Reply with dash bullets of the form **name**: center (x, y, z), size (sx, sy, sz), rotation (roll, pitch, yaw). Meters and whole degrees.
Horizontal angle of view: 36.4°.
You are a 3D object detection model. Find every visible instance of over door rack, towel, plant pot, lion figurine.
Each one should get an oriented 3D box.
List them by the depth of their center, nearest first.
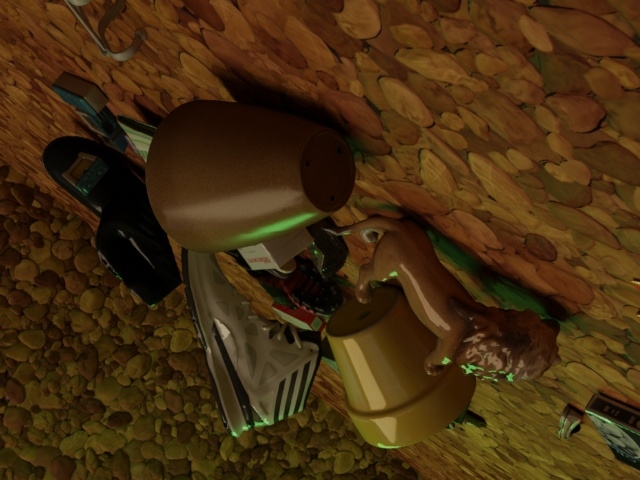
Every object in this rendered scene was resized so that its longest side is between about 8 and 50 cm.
- **over door rack**: center (-0.366, -0.407, 1.306), size (0.324, 0.108, 0.239), rotation (43, 172, 37)
- **plant pot**: center (-0.080, -0.097, 1.415), size (0.254, 0.237, 0.237), rotation (1, 145, 41)
- **lion figurine**: center (0.175, 0.079, 1.488), size (0.392, 0.142, 0.240), rotation (41, 158, -1)
- **plant pot**: center (0.135, 0.228, 1.872), size (0.239, 0.254, 0.254), rotation (59, 158, -19)
- **towel**: center (-0.264, -0.125, 1.982), size (0.248, 0.038, 0.325), rotation (23, 162, 18)

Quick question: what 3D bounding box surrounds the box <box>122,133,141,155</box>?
- **box**: center (-0.361, -0.191, 2.081), size (0.136, 0.028, 0.081), rotation (34, 165, 18)

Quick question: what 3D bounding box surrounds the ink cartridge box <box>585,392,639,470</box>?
- **ink cartridge box**: center (0.566, 0.352, 1.623), size (0.208, 0.045, 0.206), rotation (20, 158, 44)

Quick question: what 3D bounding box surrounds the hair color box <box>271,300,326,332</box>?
- **hair color box**: center (-0.058, 0.196, 2.557), size (0.141, 0.043, 0.072), rotation (21, 159, 42)

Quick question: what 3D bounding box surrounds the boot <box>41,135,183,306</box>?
- **boot**: center (-0.484, -0.058, 2.206), size (0.367, 0.146, 0.445), rotation (34, -166, -19)

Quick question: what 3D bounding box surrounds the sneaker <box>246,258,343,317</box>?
- **sneaker**: center (-0.043, 0.103, 2.129), size (0.276, 0.097, 0.135), rotation (27, 163, 38)

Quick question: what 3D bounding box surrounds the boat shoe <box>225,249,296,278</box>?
- **boat shoe**: center (-0.143, 0.027, 2.106), size (0.233, 0.084, 0.079), rotation (31, 120, 33)

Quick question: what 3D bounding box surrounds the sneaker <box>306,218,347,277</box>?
- **sneaker**: center (0.000, 0.000, 1.815), size (0.071, 0.066, 0.188), rotation (47, 167, 29)

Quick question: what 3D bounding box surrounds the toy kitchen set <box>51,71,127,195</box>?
- **toy kitchen set**: center (-0.500, -0.214, 2.044), size (0.122, 0.166, 0.207), rotation (25, 162, 39)

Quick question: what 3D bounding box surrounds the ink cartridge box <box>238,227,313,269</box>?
- **ink cartridge box**: center (-0.125, -0.056, 1.738), size (0.212, 0.093, 0.154), rotation (54, 161, -12)

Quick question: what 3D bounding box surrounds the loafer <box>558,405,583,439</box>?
- **loafer**: center (0.474, 0.351, 1.836), size (0.039, 0.045, 0.125), rotation (22, 158, 24)

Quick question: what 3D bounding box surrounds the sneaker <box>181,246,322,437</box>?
- **sneaker**: center (-0.139, 0.179, 2.114), size (0.169, 0.257, 0.447), rotation (-157, 51, -84)

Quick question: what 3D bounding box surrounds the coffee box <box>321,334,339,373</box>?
- **coffee box**: center (0.124, 0.277, 2.205), size (0.246, 0.141, 0.098), rotation (45, 163, -29)

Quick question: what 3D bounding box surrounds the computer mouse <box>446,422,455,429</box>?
- **computer mouse**: center (0.287, 0.420, 2.386), size (0.193, 0.042, 0.106), rotation (52, -157, -54)

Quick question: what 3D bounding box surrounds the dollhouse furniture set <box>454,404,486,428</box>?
- **dollhouse furniture set**: center (0.351, 0.411, 2.336), size (0.076, 0.058, 0.151), rotation (19, 178, 30)

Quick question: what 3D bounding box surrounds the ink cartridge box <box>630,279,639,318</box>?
- **ink cartridge box**: center (0.422, 0.096, 1.181), size (0.115, 0.029, 0.063), rotation (43, 164, -26)
